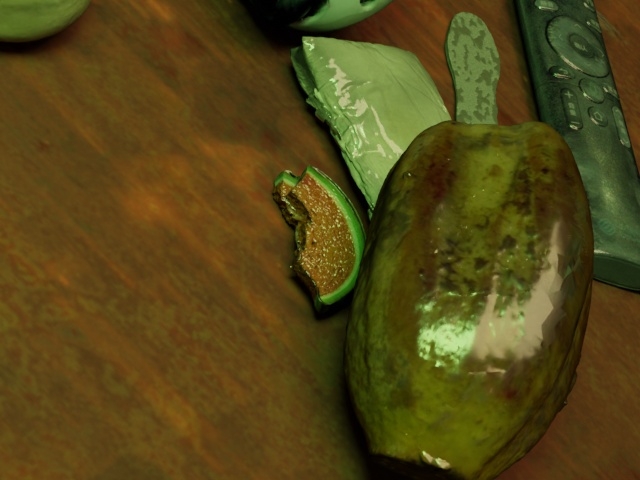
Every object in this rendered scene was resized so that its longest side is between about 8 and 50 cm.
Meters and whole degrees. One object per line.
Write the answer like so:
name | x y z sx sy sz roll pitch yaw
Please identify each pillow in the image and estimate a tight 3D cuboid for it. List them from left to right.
pillow | 0.071 -0.074 1.232 0.148 0.050 0.230 -7 65 -35

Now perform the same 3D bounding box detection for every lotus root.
lotus root | 0.112 0.055 1.070 0.193 0.193 0.291 27 54 -18

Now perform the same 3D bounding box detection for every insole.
insole | 0.149 -0.154 1.389 0.065 0.006 0.193 22 46 -23

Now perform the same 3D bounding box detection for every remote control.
remote control | 0.260 -0.121 1.422 0.107 0.044 0.378 20 47 -29

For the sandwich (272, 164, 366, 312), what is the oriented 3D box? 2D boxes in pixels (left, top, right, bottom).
sandwich | 0.002 0.002 1.128 0.067 0.029 0.135 10 52 -25

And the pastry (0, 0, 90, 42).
pastry | -0.236 -0.225 1.075 0.156 0.092 0.156 7 67 -17

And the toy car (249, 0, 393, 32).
toy car | -0.022 -0.310 1.253 0.188 0.190 0.255 -29 108 -16
